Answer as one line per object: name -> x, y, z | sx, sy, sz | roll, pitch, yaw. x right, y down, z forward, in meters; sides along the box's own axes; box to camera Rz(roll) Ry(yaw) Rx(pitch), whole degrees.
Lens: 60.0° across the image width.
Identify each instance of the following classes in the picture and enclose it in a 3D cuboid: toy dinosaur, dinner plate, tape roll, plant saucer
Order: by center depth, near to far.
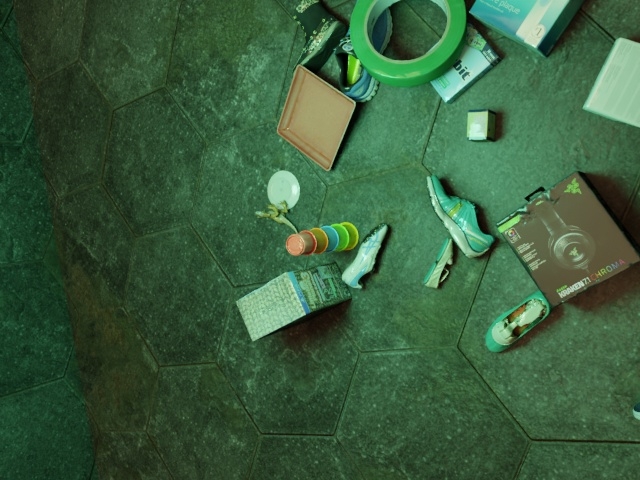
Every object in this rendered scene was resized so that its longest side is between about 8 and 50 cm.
tape roll -> 0.246, -0.596, 1.556 | 0.322, 0.077, 0.320 | -2, 84, 17
plant saucer -> -0.010, -0.404, 1.822 | 0.258, 0.048, 0.259 | 40, 129, 22
toy dinosaur -> -0.138, -0.081, 1.965 | 0.212, 0.064, 0.112 | 28, 141, 28
dinner plate -> -0.136, -0.178, 1.970 | 0.141, 0.017, 0.141 | 2, 95, 31

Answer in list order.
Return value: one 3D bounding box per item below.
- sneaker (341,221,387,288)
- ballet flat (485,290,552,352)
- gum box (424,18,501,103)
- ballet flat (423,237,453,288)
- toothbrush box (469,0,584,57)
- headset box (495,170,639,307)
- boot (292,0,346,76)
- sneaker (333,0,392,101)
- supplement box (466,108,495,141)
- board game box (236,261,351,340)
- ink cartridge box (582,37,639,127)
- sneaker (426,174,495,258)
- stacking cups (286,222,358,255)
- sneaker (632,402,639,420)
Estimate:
sneaker -> 0.156, 0.049, 1.779 | 0.086, 0.085, 0.237 | 30, 108, -1
ballet flat -> 0.543, 0.229, 1.542 | 0.083, 0.087, 0.247 | 50, 117, 18
gum box -> 0.393, -0.514, 1.591 | 0.184, 0.041, 0.156 | -40, 73, 29
ballet flat -> 0.368, 0.070, 1.666 | 0.053, 0.057, 0.168 | 24, 113, 0
toothbrush box -> 0.567, -0.661, 1.420 | 0.216, 0.126, 0.295 | 41, 113, 22
headset box -> 0.636, -0.012, 1.435 | 0.246, 0.131, 0.283 | -37, 75, 29
boot -> -0.039, -0.669, 1.827 | 0.236, 0.085, 0.178 | -44, 67, 27
sneaker -> 0.125, -0.597, 1.689 | 0.130, 0.147, 0.329 | 12, 100, 31
supplement box -> 0.450, -0.319, 1.549 | 0.056, 0.083, 0.083 | 5, 96, 32
board game box -> -0.080, 0.193, 1.808 | 0.232, 0.291, 0.141 | -31, 78, 31
ink cartridge box -> 0.797, -0.371, 1.360 | 0.225, 0.056, 0.180 | 23, 107, 9
sneaker -> 0.400, -0.080, 1.613 | 0.110, 0.107, 0.275 | -34, 81, 10
stacking cups -> 0.000, 0.000, 1.725 | 0.096, 0.316, 0.095 | 4, 98, 34
sneaker -> 0.886, 0.340, 1.329 | 0.283, 0.099, 0.153 | -20, 89, 25
